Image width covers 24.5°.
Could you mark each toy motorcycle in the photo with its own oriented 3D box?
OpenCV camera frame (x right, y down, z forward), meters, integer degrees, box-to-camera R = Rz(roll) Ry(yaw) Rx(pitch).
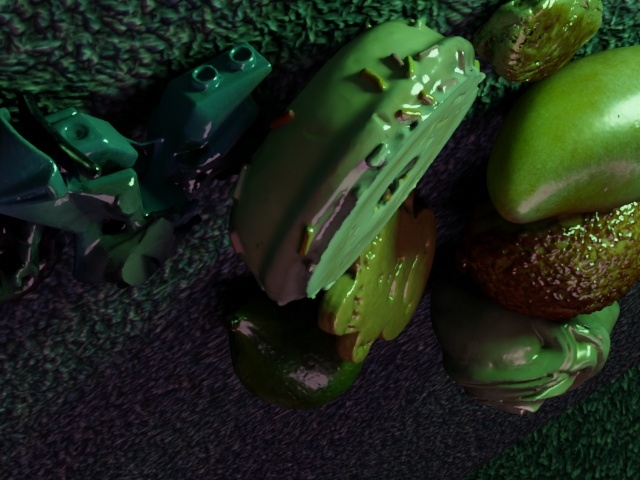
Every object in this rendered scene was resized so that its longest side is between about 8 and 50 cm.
[{"bbox_3d":[-0.215,-0.085,1.555,0.416,0.172,0.232,-29,146,-22],"label":"toy motorcycle"}]

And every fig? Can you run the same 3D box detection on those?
[{"bbox_3d":[-0.058,0.133,2.195,0.203,0.203,0.235,-31,143,8],"label":"fig"}]

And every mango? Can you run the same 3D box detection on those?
[{"bbox_3d":[0.380,-0.142,2.039,0.384,0.199,0.221,-30,128,-21],"label":"mango"}]

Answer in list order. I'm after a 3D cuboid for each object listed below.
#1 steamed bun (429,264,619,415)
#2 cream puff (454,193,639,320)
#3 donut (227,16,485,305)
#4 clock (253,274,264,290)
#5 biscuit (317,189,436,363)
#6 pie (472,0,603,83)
[{"bbox_3d":[0.331,0.171,2.504,0.324,0.309,0.219,-35,140,-73],"label":"steamed bun"},{"bbox_3d":[0.376,0.007,2.276,0.350,0.229,0.350,-14,-177,1],"label":"cream puff"},{"bbox_3d":[0.035,-0.101,1.694,0.383,0.142,0.382,-50,172,-9],"label":"donut"},{"bbox_3d":[0.000,0.000,2.114,0.191,0.062,0.151,-13,154,-34],"label":"clock"},{"bbox_3d":[0.096,0.048,2.147,0.355,0.052,0.275,13,95,-68],"label":"biscuit"},{"bbox_3d":[0.277,-0.262,1.846,0.163,0.079,0.193,-43,154,25],"label":"pie"}]
